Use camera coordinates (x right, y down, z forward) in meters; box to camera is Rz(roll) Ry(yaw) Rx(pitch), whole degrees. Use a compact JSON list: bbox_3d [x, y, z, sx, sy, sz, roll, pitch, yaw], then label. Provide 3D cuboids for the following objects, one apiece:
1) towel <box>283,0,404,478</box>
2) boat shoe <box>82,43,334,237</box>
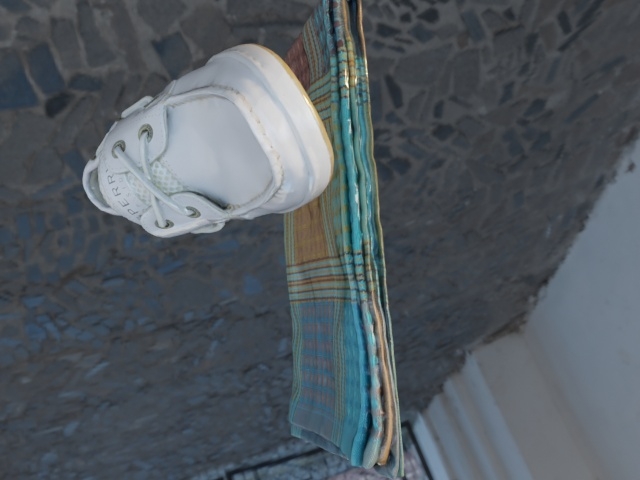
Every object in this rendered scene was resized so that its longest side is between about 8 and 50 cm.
[{"bbox_3d":[0.000,0.000,0.744,0.040,0.370,0.271,-4,175,-14],"label":"towel"},{"bbox_3d":[-0.085,-0.042,0.518,0.096,0.098,0.277,-30,-170,-23],"label":"boat shoe"}]
